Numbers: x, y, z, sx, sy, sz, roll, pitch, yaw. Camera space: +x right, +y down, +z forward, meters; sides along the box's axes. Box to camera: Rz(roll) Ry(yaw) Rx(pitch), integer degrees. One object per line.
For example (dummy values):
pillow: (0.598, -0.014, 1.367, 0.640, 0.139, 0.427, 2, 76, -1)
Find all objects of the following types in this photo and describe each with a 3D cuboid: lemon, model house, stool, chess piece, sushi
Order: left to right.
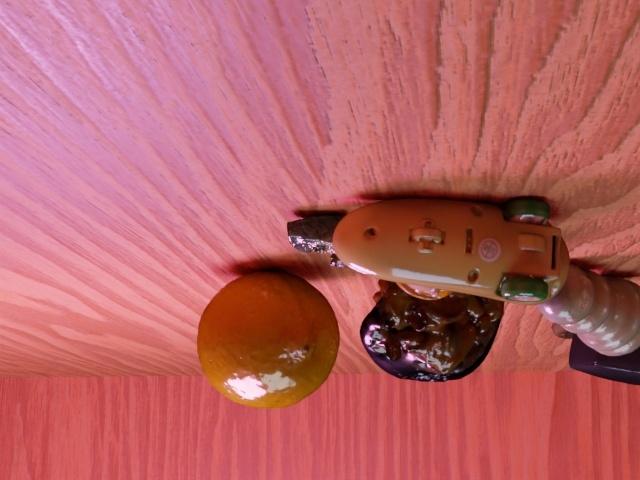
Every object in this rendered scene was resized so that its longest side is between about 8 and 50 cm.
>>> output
lemon: (-0.087, 0.164, 2.053, 0.263, 0.236, 0.236, -25, 156, 35)
model house: (0.000, 0.000, 1.640, 0.083, 0.066, 0.079, 0, 167, 6)
sushi: (0.158, 0.100, 1.806, 0.213, 0.200, 0.204, 5, 169, -9)
chess piece: (0.437, 0.104, 2.036, 0.133, 0.133, 0.243, -9, 161, 37)
stool: (0.591, 0.196, 2.355, 0.232, 0.141, 0.232, 12, 172, 2)

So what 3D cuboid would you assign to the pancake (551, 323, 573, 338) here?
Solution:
pancake: (0.611, 0.187, 2.643, 0.236, 0.042, 0.222, 7, 164, -37)

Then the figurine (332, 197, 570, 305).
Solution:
figurine: (0.169, 0.016, 1.604, 0.324, 0.124, 0.222, 6, 171, -15)
